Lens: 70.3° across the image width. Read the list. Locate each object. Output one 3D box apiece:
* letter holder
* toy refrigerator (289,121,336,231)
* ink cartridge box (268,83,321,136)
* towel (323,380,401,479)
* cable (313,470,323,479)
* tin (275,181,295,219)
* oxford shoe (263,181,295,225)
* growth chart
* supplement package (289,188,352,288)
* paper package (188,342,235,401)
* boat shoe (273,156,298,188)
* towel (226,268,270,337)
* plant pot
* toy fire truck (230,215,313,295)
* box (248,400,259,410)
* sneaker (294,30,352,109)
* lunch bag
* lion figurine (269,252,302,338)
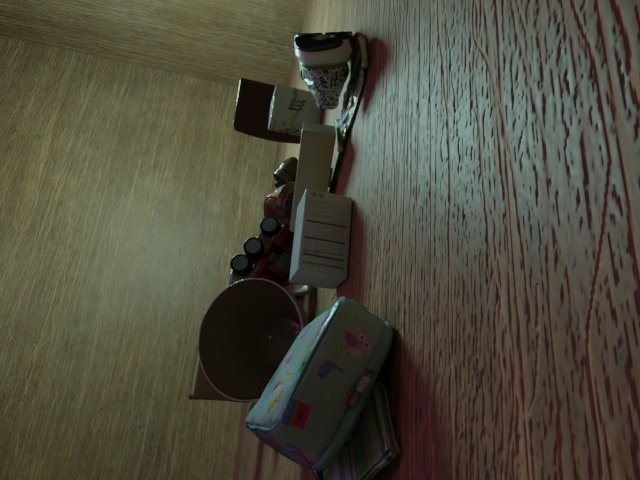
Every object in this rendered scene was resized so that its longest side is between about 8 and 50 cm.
[{"bbox_3d":[-0.188,-0.490,1.821,0.152,0.301,0.215,171,107,-79],"label":"letter holder"},{"bbox_3d":[-0.018,-0.159,1.185,0.102,0.094,0.270,-91,10,-65],"label":"toy refrigerator"},{"bbox_3d":[-0.092,-0.459,1.629,0.128,0.176,0.128,147,131,-76],"label":"ink cartridge box"},{"bbox_3d":[0.048,0.277,0.606,0.152,0.023,0.113,-57,17,25],"label":"towel"},{"bbox_3d":[0.027,0.346,0.692,0.185,0.047,0.151,-98,20,-58],"label":"cable"},{"bbox_3d":[-0.067,-0.116,1.321,0.189,0.040,0.106,-9,-59,-64],"label":"tin"},{"bbox_3d":[-0.136,-0.053,1.765,0.146,0.140,0.397,-50,-16,-38],"label":"oxford shoe"},{"bbox_3d":[0.074,-0.355,1.097,0.172,0.021,0.237,-94,17,-53],"label":"growth chart"},{"bbox_3d":[0.000,0.000,0.961,0.105,0.105,0.180,127,150,-66],"label":"supplement package"},{"bbox_3d":[-0.351,0.486,1.845,0.168,0.309,0.325,136,141,-66],"label":"paper package"},{"bbox_3d":[-0.116,-0.245,1.827,0.104,0.110,0.307,-54,0,-9],"label":"boat shoe"},{"bbox_3d":[-0.247,0.260,1.709,0.121,0.234,0.284,-120,40,-64],"label":"towel"},{"bbox_3d":[-0.134,0.253,1.142,0.191,0.283,0.284,37,-124,-62],"label":"plant pot"},{"bbox_3d":[-0.104,0.070,1.291,0.217,0.246,0.158,-55,-15,-20],"label":"toy fire truck"},{"bbox_3d":[-0.179,0.501,1.491,0.087,0.101,0.101,115,162,-49],"label":"box"},{"bbox_3d":[0.006,-0.435,1.168,0.410,0.157,0.182,-79,-12,-63],"label":"sneaker"},{"bbox_3d":[-0.002,0.204,0.670,0.224,0.107,0.279,-55,2,-26],"label":"lunch bag"},{"bbox_3d":[-0.153,0.164,1.492,0.392,0.142,0.240,-66,31,29],"label":"lion figurine"}]
